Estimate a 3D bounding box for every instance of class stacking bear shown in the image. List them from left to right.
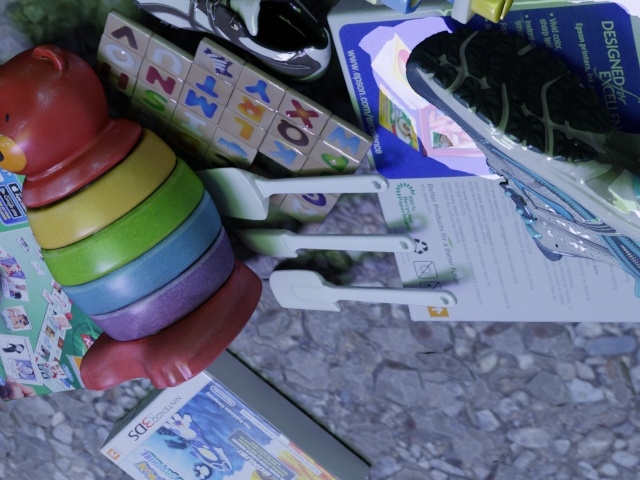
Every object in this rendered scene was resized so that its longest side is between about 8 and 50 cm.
[{"bbox_3d":[-0.188,-0.034,1.659,0.175,0.164,0.289,-7,121,51],"label":"stacking bear"}]

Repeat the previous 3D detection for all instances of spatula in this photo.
[{"bbox_3d":[0.000,0.000,1.650,0.242,0.019,0.168,1,128,50],"label":"spatula"}]

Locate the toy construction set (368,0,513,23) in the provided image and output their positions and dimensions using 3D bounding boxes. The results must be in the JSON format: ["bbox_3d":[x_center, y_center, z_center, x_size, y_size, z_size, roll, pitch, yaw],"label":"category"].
[{"bbox_3d":[0.144,-0.301,1.268,0.151,0.215,0.328,42,136,9],"label":"toy construction set"}]

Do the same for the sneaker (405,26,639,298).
[{"bbox_3d":[0.173,-0.045,1.450,0.283,0.110,0.122,34,133,-2],"label":"sneaker"}]

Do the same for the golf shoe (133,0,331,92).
[{"bbox_3d":[-0.073,-0.195,1.531,0.198,0.077,0.094,29,164,-7],"label":"golf shoe"}]

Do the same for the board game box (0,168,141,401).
[{"bbox_3d":[-0.282,0.006,1.816,0.213,0.046,0.317,-11,120,30],"label":"board game box"}]

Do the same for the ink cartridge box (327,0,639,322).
[{"bbox_3d":[0.186,-0.069,1.539,0.307,0.072,0.304,-2,123,23],"label":"ink cartridge box"}]

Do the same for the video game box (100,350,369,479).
[{"bbox_3d":[-0.086,0.212,1.888,0.205,0.048,0.187,39,133,-8],"label":"video game box"}]

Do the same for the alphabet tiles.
[{"bbox_3d":[-0.081,-0.104,1.614,0.237,0.009,0.198,31,156,-1],"label":"alphabet tiles"}]
